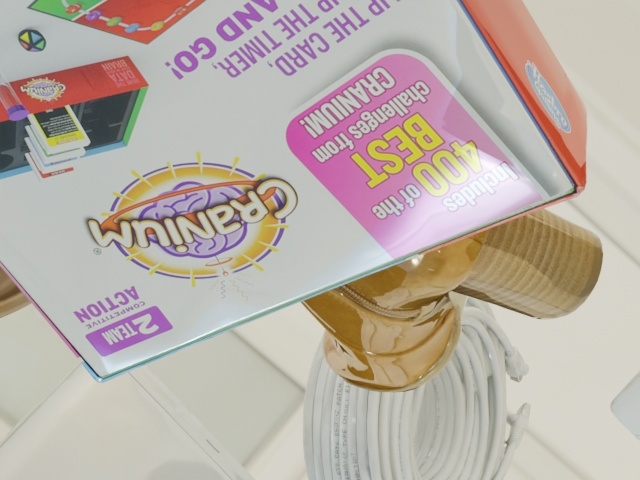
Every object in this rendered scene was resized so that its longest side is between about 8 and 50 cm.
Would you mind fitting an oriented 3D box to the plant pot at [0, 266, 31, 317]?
[{"bbox_3d":[-0.247,-0.058,0.946,0.109,0.237,0.237,-17,32,40],"label":"plant pot"}]

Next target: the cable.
[{"bbox_3d":[0.077,0.145,1.400,0.089,0.257,0.257,2,47,31],"label":"cable"}]

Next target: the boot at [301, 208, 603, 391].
[{"bbox_3d":[0.000,0.001,0.951,0.295,0.211,0.104,-26,47,62],"label":"boot"}]

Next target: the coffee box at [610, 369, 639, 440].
[{"bbox_3d":[0.414,0.025,0.800,0.338,0.337,0.334,-41,-11,-36],"label":"coffee box"}]

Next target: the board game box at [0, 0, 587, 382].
[{"bbox_3d":[-0.077,-0.108,0.638,0.242,0.316,0.064,-22,30,25],"label":"board game box"}]

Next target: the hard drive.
[{"bbox_3d":[-0.123,0.208,1.120,0.047,0.233,0.353,-42,4,17],"label":"hard drive"}]
